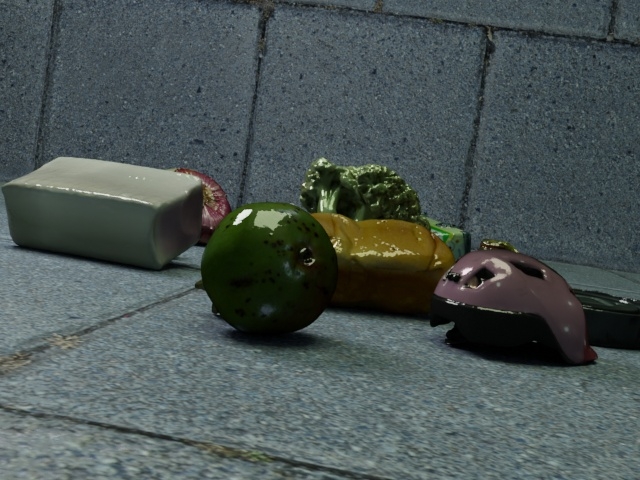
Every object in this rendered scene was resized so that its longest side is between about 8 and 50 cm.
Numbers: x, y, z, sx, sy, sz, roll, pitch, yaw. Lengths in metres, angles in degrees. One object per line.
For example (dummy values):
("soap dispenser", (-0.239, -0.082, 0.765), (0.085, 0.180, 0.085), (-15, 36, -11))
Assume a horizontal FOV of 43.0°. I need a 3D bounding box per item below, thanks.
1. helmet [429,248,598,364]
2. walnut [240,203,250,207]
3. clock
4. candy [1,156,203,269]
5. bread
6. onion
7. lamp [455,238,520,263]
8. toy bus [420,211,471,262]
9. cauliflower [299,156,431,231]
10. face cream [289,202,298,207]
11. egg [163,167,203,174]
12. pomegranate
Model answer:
("helmet", (0.283, 0.090, 1.188), (0.253, 0.154, 0.198), (1, 6, -25))
("walnut", (-0.158, -0.015, 1.870), (0.140, 0.140, 0.162), (9, -6, 18))
("clock", (0.463, 0.131, 1.488), (0.325, 0.067, 0.325), (8, 5, -1))
("candy", (-0.427, -0.060, 1.609), (0.358, 0.145, 0.208), (8, 23, 14))
("bread", (0.076, 0.037, 1.411), (0.294, 0.132, 0.167), (9, 29, -10))
("onion", (-0.346, -0.072, 2.149), (0.230, 0.163, 0.230), (25, 35, -19))
("lamp", (0.354, 0.066, 1.696), (0.156, 0.135, 0.157), (11, 7, 38))
("toy bus", (0.233, 0.014, 2.005), (0.164, 0.134, 0.276), (-4, 15, -26))
("cauliflower", (0.066, -0.014, 1.639), (0.281, 0.327, 0.260), (-40, 4, -18))
("face cream", (0.000, 0.000, 1.969), (0.243, 0.058, 0.092), (39, -5, -21))
("egg", (-0.411, -0.112, 2.306), (0.253, 0.189, 0.188), (3, 5, -16))
("pomegranate", (-0.083, 0.044, 1.081), (0.181, 0.182, 0.224), (5, -17, -30))
